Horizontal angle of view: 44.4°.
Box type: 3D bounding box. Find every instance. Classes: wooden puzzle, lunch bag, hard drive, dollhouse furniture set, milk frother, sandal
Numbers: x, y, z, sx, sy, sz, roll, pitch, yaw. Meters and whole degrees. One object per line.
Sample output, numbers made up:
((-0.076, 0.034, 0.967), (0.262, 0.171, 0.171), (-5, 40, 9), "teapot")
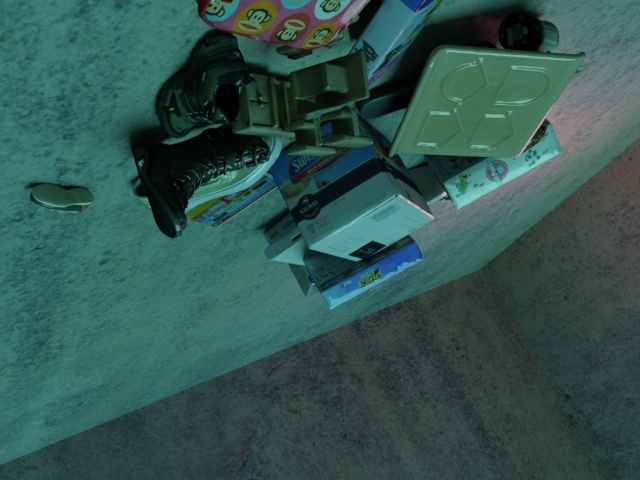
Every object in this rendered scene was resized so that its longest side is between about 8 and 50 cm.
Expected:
((0.335, -0.298, 1.657), (0.348, 0.080, 0.322), (-3, 149, -16), "wooden puzzle")
((-0.023, -0.386, 1.037), (0.258, 0.120, 0.293), (-43, 160, 29), "lunch bag")
((0.000, 0.000, 2.138), (0.203, 0.040, 0.307), (-34, 162, 18), "hard drive")
((-0.011, -0.247, 1.314), (0.242, 0.212, 0.161), (-8, 178, 37), "dollhouse furniture set")
((0.422, -0.423, 1.704), (0.143, 0.129, 0.135), (14, -168, 36), "milk frother")
((0.197, -0.329, 1.686), (0.254, 0.054, 0.097), (-14, 154, -13), "sandal")

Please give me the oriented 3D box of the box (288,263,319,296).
((-0.036, 0.082, 2.369), (0.072, 0.137, 0.126), (-24, 163, -19), "box")

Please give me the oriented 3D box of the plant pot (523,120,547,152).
((0.455, -0.304, 1.904), (0.167, 0.165, 0.167), (-21, 152, -12), "plant pot")

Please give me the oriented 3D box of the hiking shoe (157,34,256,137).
((-0.187, -0.220, 1.256), (0.086, 0.114, 0.227), (-13, 158, -41), "hiking shoe")

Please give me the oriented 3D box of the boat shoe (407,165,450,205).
((0.329, -0.148, 2.280), (0.340, 0.127, 0.158), (-25, 156, -13), "boat shoe")

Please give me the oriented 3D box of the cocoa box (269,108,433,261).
((0.077, -0.112, 1.803), (0.231, 0.228, 0.347), (-31, 164, 15), "cocoa box")

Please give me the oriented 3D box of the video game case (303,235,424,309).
((0.105, 0.050, 2.041), (0.269, 0.061, 0.244), (-28, -159, -2), "video game case")

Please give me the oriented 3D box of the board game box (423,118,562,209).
((0.446, -0.232, 2.068), (0.303, 0.097, 0.224), (-29, -154, 7), "board game box")

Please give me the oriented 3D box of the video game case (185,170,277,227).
((-0.218, -0.108, 1.702), (0.204, 0.025, 0.285), (-33, 163, 14), "video game case")

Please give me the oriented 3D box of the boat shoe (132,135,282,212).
((-0.215, -0.132, 1.493), (0.302, 0.109, 0.094), (-29, 162, 11), "boat shoe")

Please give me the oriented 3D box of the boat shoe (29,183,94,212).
((-0.462, -0.070, 1.386), (0.043, 0.049, 0.137), (-33, 168, 23), "boat shoe")

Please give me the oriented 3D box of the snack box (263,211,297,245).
((0.013, -0.051, 2.187), (0.187, 0.060, 0.322), (-38, 161, 31), "snack box")

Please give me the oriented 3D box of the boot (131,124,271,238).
((-0.193, -0.126, 1.349), (0.229, 0.263, 0.091), (-17, 134, -13), "boot")

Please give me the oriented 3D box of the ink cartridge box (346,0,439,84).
((0.146, -0.382, 1.295), (0.186, 0.065, 0.311), (-47, 176, -39), "ink cartridge box")
